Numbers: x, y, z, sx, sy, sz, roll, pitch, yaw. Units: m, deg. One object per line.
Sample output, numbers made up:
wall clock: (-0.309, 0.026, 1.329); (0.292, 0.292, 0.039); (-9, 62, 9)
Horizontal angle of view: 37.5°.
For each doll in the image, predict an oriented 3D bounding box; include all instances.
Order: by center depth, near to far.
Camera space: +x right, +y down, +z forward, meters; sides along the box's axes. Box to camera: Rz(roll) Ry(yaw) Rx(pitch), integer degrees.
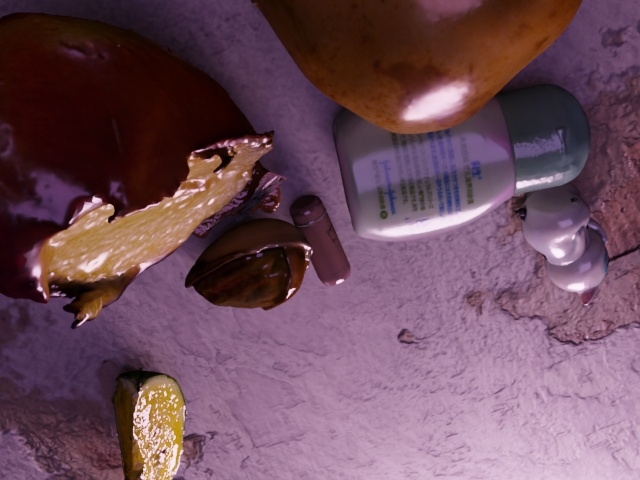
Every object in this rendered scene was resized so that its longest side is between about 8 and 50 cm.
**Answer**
doll: (0.371, -0.001, 1.413); (0.107, 0.110, 0.181); (-31, 118, 12)

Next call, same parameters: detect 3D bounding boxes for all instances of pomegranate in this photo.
pomegranate: (0.103, -0.332, 1.083); (0.416, 0.417, 0.417); (-2, 117, -4)

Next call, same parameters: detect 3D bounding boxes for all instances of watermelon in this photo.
watermelon: (-0.280, 0.310, 1.506); (0.123, 0.129, 0.301); (3, 122, -4)

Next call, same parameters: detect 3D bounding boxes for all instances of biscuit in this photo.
biscuit: (-0.191, -0.099, 1.352); (0.280, 0.043, 0.183); (17, 109, -8)

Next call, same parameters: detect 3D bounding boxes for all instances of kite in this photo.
kite: (-0.099, -0.056, 1.302); (0.005, 0.152, 0.137); (48, 141, 9)

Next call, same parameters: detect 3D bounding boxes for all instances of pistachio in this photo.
pistachio: (-0.106, 0.041, 1.375); (0.210, 0.165, 0.131); (-14, 78, 27)

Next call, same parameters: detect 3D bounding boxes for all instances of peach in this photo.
peach: (-0.257, -0.095, 1.130); (0.416, 0.353, 0.339); (20, 134, -40)

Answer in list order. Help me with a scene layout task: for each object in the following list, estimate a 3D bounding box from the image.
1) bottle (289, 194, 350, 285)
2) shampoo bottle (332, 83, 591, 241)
bottle: (0.000, 0.000, 1.413); (0.053, 0.053, 0.140); (-21, 117, 6)
shampoo bottle: (0.200, -0.122, 1.313); (0.349, 0.151, 0.222); (-12, 112, 2)
